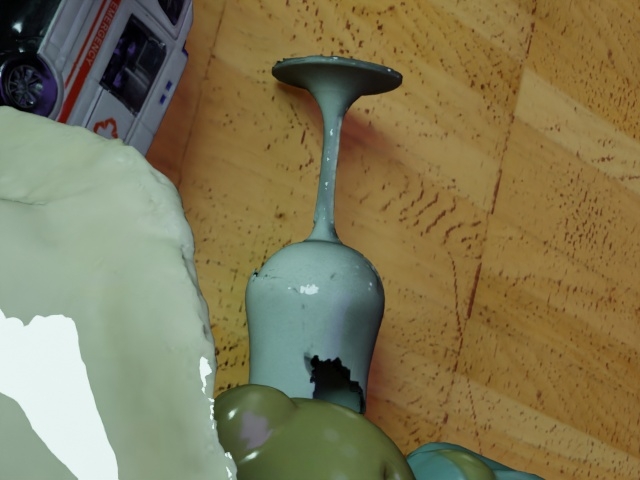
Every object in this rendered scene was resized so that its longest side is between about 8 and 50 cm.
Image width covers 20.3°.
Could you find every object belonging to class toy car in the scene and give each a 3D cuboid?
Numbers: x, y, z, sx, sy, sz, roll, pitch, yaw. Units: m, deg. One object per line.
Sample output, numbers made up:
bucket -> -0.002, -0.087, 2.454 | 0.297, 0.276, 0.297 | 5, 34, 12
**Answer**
toy car -> -0.117, -0.107, 0.889 | 0.108, 0.089, 0.209 | 36, 66, -38

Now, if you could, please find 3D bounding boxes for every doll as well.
doll -> 0.017, 0.181, 0.951 | 0.261, 0.161, 0.177 | 20, 91, -38

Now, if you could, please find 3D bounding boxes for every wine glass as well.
wine glass -> 0.000, 0.000, 1.004 | 0.079, 0.079, 0.195 | 12, 79, -43

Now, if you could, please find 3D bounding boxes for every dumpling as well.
dumpling -> -0.145, 0.132, 0.696 | 0.233, 0.315, 0.395 | 18, 80, -38
